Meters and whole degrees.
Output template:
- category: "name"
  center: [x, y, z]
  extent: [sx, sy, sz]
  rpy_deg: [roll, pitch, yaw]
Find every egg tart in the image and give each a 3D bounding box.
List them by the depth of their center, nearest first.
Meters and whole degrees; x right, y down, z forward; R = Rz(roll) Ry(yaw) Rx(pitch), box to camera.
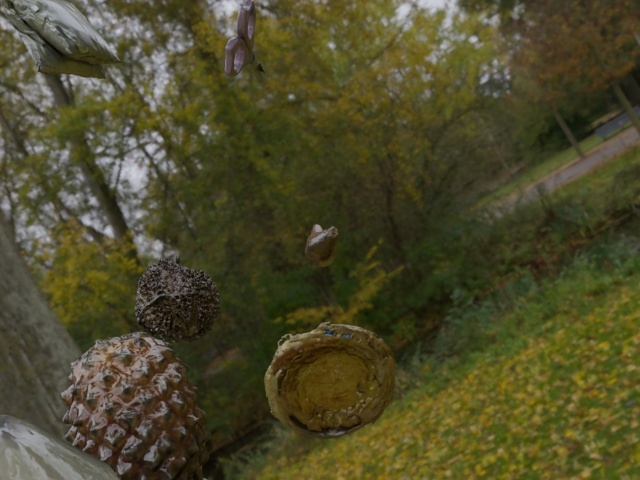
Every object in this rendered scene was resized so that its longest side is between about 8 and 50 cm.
- category: "egg tart"
  center: [0.014, 0.267, 1.538]
  extent: [0.290, 0.291, 0.107]
  rpy_deg: [-31, 25, 11]

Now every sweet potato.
- category: "sweet potato"
  center: [0.000, 0.011, 1.398]
  extent: [0.058, 0.078, 0.255]
  rpy_deg: [-2, 2, -4]

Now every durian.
- category: "durian"
  center: [-0.134, 0.053, 0.718]
  extent: [0.080, 0.091, 0.080]
  rpy_deg: [-1, -32, -1]

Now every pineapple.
- category: "pineapple"
  center: [-0.185, 0.283, 0.882]
  extent: [0.175, 0.361, 0.175]
  rpy_deg: [-23, -30, -14]

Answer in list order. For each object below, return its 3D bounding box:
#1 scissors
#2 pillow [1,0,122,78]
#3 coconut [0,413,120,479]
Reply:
- category: "scissors"
  center: [-0.103, -0.272, 1.134]
  extent: [0.212, 0.021, 0.110]
  rpy_deg: [49, -122, -79]
- category: "pillow"
  center: [-0.379, -0.304, 1.128]
  extent: [0.078, 0.134, 0.181]
  rpy_deg: [-40, -1, 13]
- category: "coconut"
  center: [-0.272, 0.260, 0.661]
  extent: [0.202, 0.222, 0.202]
  rpy_deg: [-2, 10, 0]
